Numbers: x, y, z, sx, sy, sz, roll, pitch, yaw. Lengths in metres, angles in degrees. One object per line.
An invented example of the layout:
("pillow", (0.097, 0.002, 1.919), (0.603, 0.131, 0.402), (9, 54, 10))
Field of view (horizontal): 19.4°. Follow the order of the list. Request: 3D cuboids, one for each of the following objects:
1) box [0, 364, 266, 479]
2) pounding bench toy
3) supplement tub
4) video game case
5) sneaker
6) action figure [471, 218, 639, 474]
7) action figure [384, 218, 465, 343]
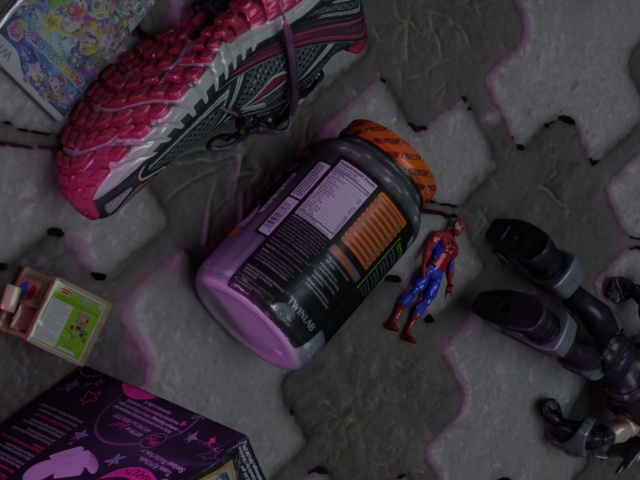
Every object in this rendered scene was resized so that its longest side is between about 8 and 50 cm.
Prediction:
("box", (-0.138, 0.215, 1.349), (0.142, 0.247, 0.163), (-34, 115, -24))
("pounding bench toy", (-0.211, 0.049, 1.383), (0.083, 0.065, 0.052), (30, 81, -35))
("supplement tub", (0.000, 0.000, 1.492), (0.190, 0.117, 0.117), (-48, 121, -20))
("video game case", (-0.188, -0.162, 1.398), (0.087, 0.011, 0.122), (46, 72, -31))
("sneaker", (-0.073, -0.115, 1.421), (0.299, 0.121, 0.112), (-43, 121, -22))
("action figure", (0.253, 0.095, 1.704), (0.285, 0.099, 0.185), (40, 67, -37))
("action figure", (0.096, 0.032, 1.621), (0.038, 0.030, 0.115), (33, 77, -29))
